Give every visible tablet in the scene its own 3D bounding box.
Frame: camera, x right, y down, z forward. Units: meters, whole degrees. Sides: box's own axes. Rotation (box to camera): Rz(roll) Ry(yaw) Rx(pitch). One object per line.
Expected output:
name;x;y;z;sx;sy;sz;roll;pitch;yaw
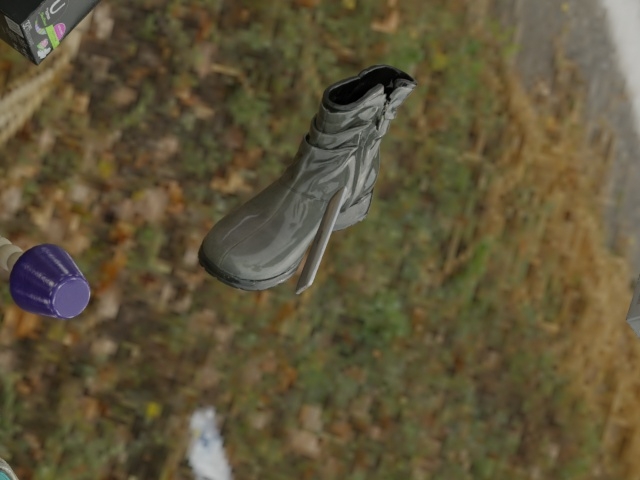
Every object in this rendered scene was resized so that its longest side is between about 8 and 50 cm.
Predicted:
tablet;0.000;0.000;1.410;0.054;0.006;0.083;141;-30;-75

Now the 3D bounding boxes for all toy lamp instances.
toy lamp;-0.338;0.016;1.960;0.080;0.275;0.080;-17;118;-36

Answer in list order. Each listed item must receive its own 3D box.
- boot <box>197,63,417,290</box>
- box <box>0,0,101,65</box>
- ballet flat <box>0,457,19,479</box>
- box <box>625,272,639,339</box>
boot;-0.012;-0.067;1.617;0.246;0.083;0.161;-36;152;-48
box;-0.205;-0.185;1.352;0.083;0.052;0.062;-49;161;-17
ballet flat;-0.325;0.309;2.009;0.052;0.057;0.168;-124;-170;-74
box;0.397;0.031;1.651;0.119;0.182;0.181;51;45;-28
